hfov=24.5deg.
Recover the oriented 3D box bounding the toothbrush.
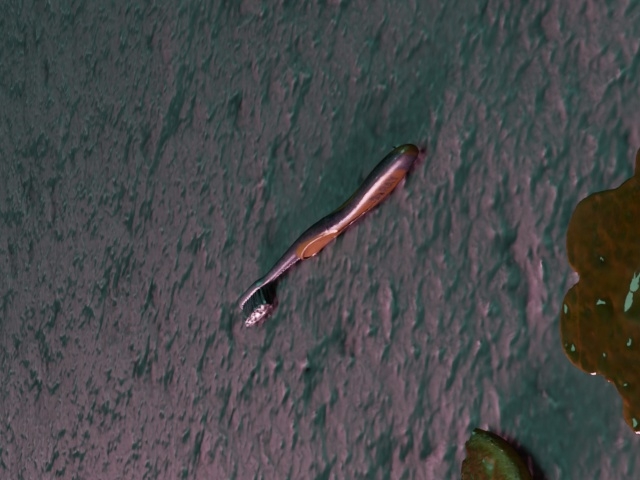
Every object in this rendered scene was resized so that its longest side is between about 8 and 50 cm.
[{"bbox_3d":[-0.001,-0.003,1.228,0.321,0.023,0.031,-47,53,52],"label":"toothbrush"}]

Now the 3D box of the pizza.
[{"bbox_3d":[0.118,0.167,0.976,0.100,0.029,0.099,-48,37,47],"label":"pizza"}]

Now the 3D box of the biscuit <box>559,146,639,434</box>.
[{"bbox_3d":[0.225,0.027,0.767,0.288,0.044,0.202,-8,78,64],"label":"biscuit"}]
